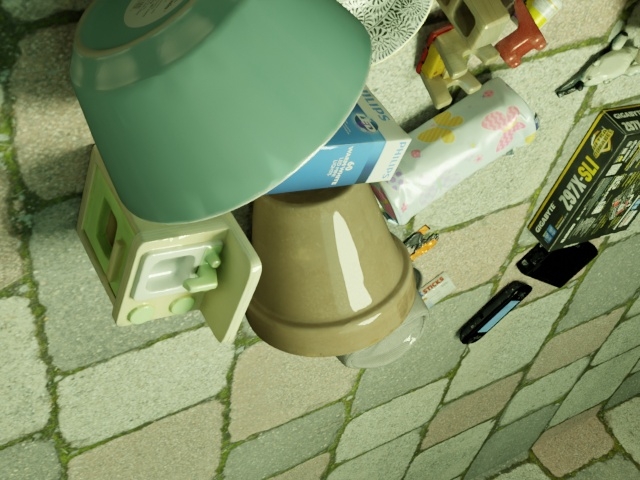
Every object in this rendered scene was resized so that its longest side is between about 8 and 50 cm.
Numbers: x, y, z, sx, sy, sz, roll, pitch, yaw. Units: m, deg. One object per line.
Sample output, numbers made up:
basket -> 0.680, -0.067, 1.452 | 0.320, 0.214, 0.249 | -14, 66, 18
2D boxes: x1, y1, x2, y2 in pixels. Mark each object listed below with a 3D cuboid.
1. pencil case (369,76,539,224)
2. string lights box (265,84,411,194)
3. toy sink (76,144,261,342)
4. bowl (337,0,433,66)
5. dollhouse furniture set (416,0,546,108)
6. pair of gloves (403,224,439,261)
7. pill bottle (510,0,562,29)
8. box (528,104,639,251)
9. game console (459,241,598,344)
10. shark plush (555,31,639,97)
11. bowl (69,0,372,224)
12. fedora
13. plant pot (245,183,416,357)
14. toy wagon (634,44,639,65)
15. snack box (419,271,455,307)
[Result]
pencil case -> 0.199, -0.137, 1.392 | 0.273, 0.113, 0.124 | -32, 140, -3
string lights box -> -0.032, -0.131, 1.102 | 0.259, 0.133, 0.077 | -8, 140, -35
toy sink -> -0.196, 0.008, 1.099 | 0.131, 0.234, 0.153 | -11, 143, -34
bowl -> 0.045, -0.292, 1.064 | 0.170, 0.080, 0.170 | -24, 148, -16
dollhouse furniture set -> 0.237, -0.351, 1.144 | 0.201, 0.152, 0.374 | -25, 165, -16
pair of gloves -> 0.184, 0.007, 1.678 | 0.074, 0.010, 0.083 | -41, 148, 11
pill bottle -> 0.318, -0.336, 1.298 | 0.083, 0.043, 0.043 | -46, 148, 17
box -> 0.594, -0.130, 1.817 | 0.257, 0.079, 0.322 | -14, 144, -33
game console -> 0.468, 0.118, 2.071 | 0.361, 0.044, 0.213 | -46, 147, 19
shark plush -> 0.479, -0.279, 1.527 | 0.161, 0.073, 0.067 | -41, 180, 0
bowl -> -0.123, -0.184, 0.889 | 0.311, 0.311, 0.163 | -36, 129, 3
fedora -> 0.098, 0.159, 1.694 | 0.275, 0.124, 0.244 | -17, 145, -27
plant pot -> 0.000, 0.000, 1.294 | 0.263, 0.263, 0.229 | -24, 131, -17
toy wagon -> 0.624, -0.412, 1.388 | 0.344, 0.068, 0.267 | -46, 165, 3
snack box -> 0.196, 0.134, 1.852 | 0.178, 0.022, 0.064 | -37, 150, 4
